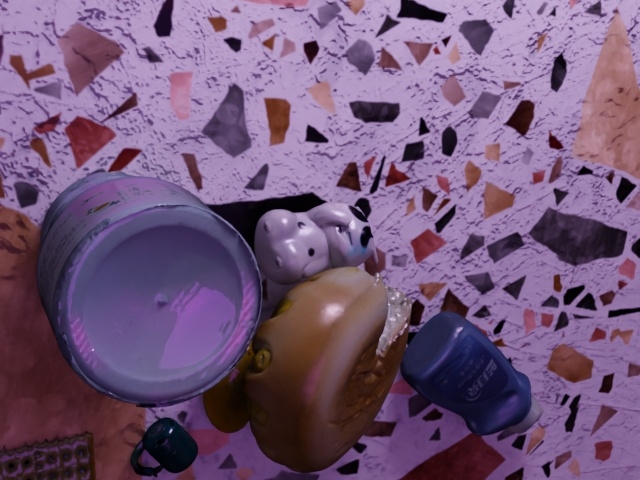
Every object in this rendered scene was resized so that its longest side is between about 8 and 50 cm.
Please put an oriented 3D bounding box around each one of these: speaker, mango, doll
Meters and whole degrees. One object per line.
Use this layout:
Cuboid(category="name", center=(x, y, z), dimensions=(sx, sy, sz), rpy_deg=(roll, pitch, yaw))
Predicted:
Cuboid(category="speaker", center=(-0.235, 0.309, 1.398), dimensions=(0.094, 0.060, 0.075), rpy_deg=(-23, 120, 23))
Cuboid(category="mango", center=(-0.125, 0.218, 1.403), dimensions=(0.103, 0.076, 0.161), rpy_deg=(0, 114, -32))
Cuboid(category="doll", center=(-0.006, 0.001, 1.367), dimensions=(0.181, 0.107, 0.110), rpy_deg=(-13, 76, -15))

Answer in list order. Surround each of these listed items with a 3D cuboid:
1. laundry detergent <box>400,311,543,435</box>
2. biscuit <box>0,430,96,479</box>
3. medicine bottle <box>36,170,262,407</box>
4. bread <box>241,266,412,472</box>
Cuboid(category="laundry detergent", center=(0.268, 0.243, 1.575), dimensions=(0.290, 0.094, 0.143), rpy_deg=(38, 84, -29))
Cuboid(category="biscuit", center=(-0.433, 0.354, 1.332), dimensions=(0.231, 0.016, 0.139), rpy_deg=(-6, 103, -22))
Cuboid(category="medicine bottle", center=(-0.231, 0.040, 1.175), dimensions=(0.245, 0.290, 0.245), rpy_deg=(-7, 107, -23))
Cuboid(category="bread", center=(0.001, 0.178, 1.343), dimensions=(0.333, 0.160, 0.333), rpy_deg=(-46, 148, -41))
